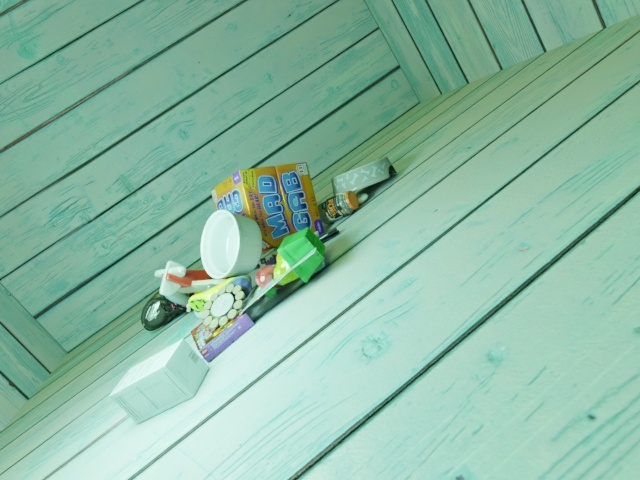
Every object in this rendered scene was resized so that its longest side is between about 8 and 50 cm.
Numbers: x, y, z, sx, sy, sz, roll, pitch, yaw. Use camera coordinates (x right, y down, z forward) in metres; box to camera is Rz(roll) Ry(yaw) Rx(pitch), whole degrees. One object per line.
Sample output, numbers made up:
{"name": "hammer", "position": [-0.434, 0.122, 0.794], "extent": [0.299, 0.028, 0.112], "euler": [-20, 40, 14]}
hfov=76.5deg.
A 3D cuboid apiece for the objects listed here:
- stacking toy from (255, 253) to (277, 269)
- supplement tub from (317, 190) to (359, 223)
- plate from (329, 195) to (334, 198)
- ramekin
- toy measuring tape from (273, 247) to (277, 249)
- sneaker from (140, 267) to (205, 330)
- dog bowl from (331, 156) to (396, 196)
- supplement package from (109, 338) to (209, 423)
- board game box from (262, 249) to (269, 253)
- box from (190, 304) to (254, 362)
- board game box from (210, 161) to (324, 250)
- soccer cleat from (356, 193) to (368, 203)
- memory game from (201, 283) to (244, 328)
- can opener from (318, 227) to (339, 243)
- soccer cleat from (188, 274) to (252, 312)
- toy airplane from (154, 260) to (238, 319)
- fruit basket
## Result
{"name": "stacking toy", "position": [-0.263, 0.107, 1.830], "extent": [0.221, 0.052, 0.167], "euler": [-8, 9, -14]}
{"name": "supplement tub", "position": [0.084, -0.161, 1.959], "extent": [0.190, 0.117, 0.117], "euler": [-25, 17, 35]}
{"name": "plate", "position": [0.116, -0.265, 2.404], "extent": [0.188, 0.024, 0.188], "euler": [-31, 15, 9]}
{"name": "ramekin", "position": [-0.360, 0.019, 1.660], "extent": [0.277, 0.277, 0.135], "euler": [-21, -19, 41]}
{"name": "toy measuring tape", "position": [-0.181, -0.071, 2.247], "extent": [0.330, 0.121, 0.121], "euler": [-38, 15, -13]}
{"name": "sneaker", "position": [-0.758, 0.308, 2.174], "extent": [0.482, 0.185, 0.202], "euler": [-37, 11, -6]}
{"name": "dog bowl", "position": [0.213, -0.330, 2.089], "extent": [0.348, 0.102, 0.349], "euler": [-20, 8, 3]}
{"name": "supplement package", "position": [-0.504, 0.442, 1.277], "extent": [0.244, 0.139, 0.134], "euler": [-29, 17, 17]}
{"name": "board game box", "position": [-0.270, -0.044, 2.460], "extent": [0.242, 0.064, 0.316], "euler": [-35, 14, -3]}
{"name": "box", "position": [-0.374, 0.328, 1.517], "extent": [0.201, 0.057, 0.293], "euler": [-38, 15, -18]}
{"name": "board game box", "position": [-0.257, -0.138, 1.940], "extent": [0.356, 0.357, 0.356], "euler": [-15, 1, -35]}
{"name": "soccer cleat", "position": [0.151, -0.200, 2.015], "extent": [0.196, 0.076, 0.068], "euler": [-19, 21, 46]}
{"name": "memory game", "position": [-0.356, 0.238, 1.481], "extent": [0.186, 0.012, 0.186], "euler": [-19, 44, 19]}
{"name": "can opener", "position": [0.000, 0.000, 1.780], "extent": [0.186, 0.073, 0.059], "euler": [-29, -24, 7]}
{"name": "soccer cleat", "position": [-0.394, 0.212, 1.618], "extent": [0.289, 0.093, 0.121], "euler": [-19, 30, 21]}
{"name": "toy airplane", "position": [-0.545, 0.221, 1.818], "extent": [0.384, 0.273, 0.386], "euler": [-5, -5, -11]}
{"name": "fruit basket", "position": [-0.136, 0.118, 1.524], "extent": [0.353, 0.165, 0.327], "euler": [-46, 7, 10]}
